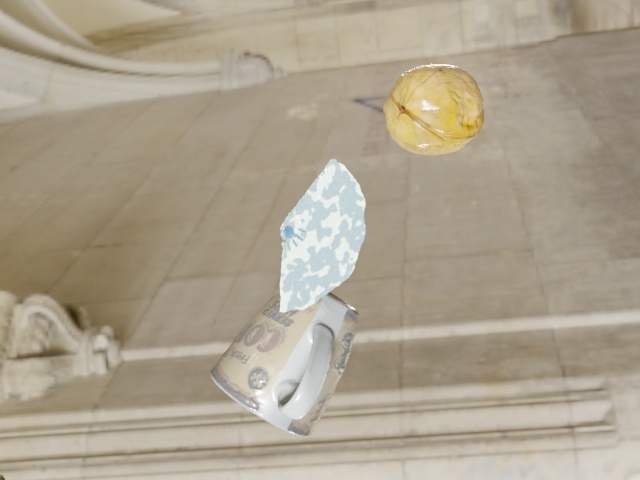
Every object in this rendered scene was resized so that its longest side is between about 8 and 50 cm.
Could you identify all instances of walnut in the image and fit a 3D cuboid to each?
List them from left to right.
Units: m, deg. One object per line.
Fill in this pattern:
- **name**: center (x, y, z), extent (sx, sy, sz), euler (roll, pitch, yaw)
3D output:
- **walnut**: center (0.177, -0.200, 1.526), extent (0.180, 0.144, 0.144), euler (-16, -76, -42)

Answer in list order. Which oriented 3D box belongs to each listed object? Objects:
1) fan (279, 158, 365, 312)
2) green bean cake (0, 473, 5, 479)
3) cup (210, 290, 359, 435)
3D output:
- **fan**: center (0.000, 0.000, 1.450), extent (0.009, 0.131, 0.240), euler (-142, 70, -70)
- **green bean cake**: center (-0.558, 0.355, 1.295), extent (0.236, 0.233, 0.124), euler (-48, -18, -43)
- **cup**: center (-0.044, 0.212, 1.839), extent (0.257, 0.227, 0.301), euler (-60, 17, 3)
